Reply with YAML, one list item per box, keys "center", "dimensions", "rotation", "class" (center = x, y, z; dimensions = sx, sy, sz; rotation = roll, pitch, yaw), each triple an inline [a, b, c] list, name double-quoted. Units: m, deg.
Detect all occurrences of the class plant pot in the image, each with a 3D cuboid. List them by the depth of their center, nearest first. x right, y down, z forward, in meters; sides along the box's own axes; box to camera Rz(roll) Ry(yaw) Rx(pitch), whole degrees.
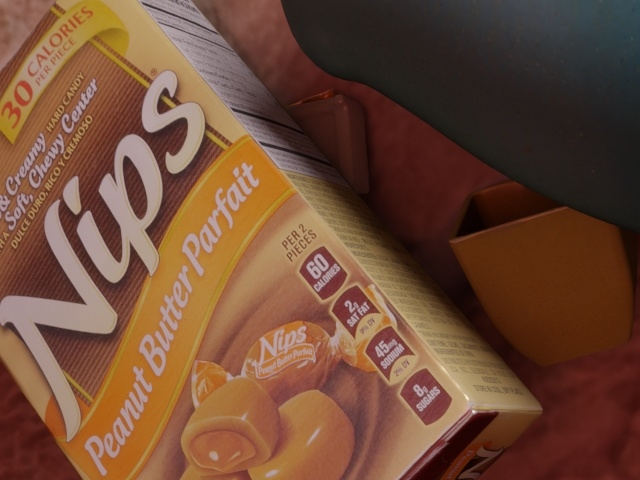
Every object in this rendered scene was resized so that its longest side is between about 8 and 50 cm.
- center: [0.129, -0.137, 0.687]
  dimensions: [0.255, 0.272, 0.271]
  rotation: [17, 102, 28]
  class: "plant pot"
- center: [0.120, 0.014, 0.795]
  dimensions: [0.081, 0.081, 0.083]
  rotation: [-17, 104, 18]
  class: "plant pot"

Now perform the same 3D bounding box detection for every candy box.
- center: [-0.062, 0.030, 0.797]
  dimensions: [0.183, 0.087, 0.316]
  rotation: [-48, 64, 16]
  class: "candy box"

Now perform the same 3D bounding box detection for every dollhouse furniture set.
- center: [0.000, 0.000, 0.856]
  dimensions: [0.076, 0.058, 0.151]
  rotation: [-11, 75, 25]
  class: "dollhouse furniture set"
